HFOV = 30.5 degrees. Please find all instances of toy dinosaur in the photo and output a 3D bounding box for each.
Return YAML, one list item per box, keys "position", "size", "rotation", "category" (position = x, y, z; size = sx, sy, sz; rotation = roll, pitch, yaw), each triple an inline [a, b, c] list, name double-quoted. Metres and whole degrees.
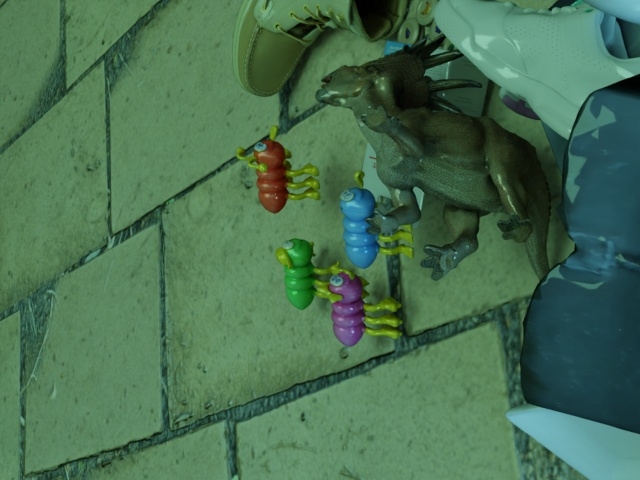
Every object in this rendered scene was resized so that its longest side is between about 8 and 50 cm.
- position: [0.128, -0.083, 1.091]
  size: [0.127, 0.295, 0.200]
  rotation: [-55, 2, 42]
  category: "toy dinosaur"

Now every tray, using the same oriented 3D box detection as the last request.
- position: [0.282, 0.140, 0.879]
  size: [0.270, 0.145, 0.030]
  rotation: [-19, 40, 50]
  category: "tray"

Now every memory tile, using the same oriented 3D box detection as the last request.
- position: [0.121, -0.215, 1.275]
  size: [0.148, 0.012, 0.113]
  rotation: [-54, 43, 33]
  category: "memory tile"

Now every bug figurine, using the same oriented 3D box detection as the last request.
- position: [0.000, 0.000, 1.271]
  size: [0.279, 0.072, 0.216]
  rotation: [32, 136, 54]
  category: "bug figurine"

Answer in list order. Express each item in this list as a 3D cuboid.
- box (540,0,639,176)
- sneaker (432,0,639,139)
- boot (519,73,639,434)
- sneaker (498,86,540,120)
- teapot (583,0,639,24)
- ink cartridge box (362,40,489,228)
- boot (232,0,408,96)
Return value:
- position: [0.328, -0.097, 0.823]
  size: [0.296, 0.182, 0.294]
  rotation: [-42, 52, 41]
  category: "box"
- position: [0.168, -0.142, 0.848]
  size: [0.094, 0.080, 0.212]
  rotation: [-56, 47, 15]
  category: "sneaker"
- position: [0.315, 0.134, 0.624]
  size: [0.445, 0.146, 0.367]
  rotation: [18, 96, 19]
  category: "boot"
- position: [0.251, -0.199, 1.035]
  size: [0.236, 0.095, 0.105]
  rotation: [-39, 46, 37]
  category: "sneaker"
- position: [0.253, -0.231, 0.663]
  size: [0.252, 0.187, 0.256]
  rotation: [-110, 34, -64]
  category: "teapot"
- position: [0.106, -0.108, 1.219]
  size: [0.104, 0.061, 0.181]
  rotation: [22, 104, 50]
  category: "ink cartridge box"
- position: [0.000, -0.262, 1.387]
  size: [0.203, 0.095, 0.262]
  rotation: [45, 114, 47]
  category: "boot"
